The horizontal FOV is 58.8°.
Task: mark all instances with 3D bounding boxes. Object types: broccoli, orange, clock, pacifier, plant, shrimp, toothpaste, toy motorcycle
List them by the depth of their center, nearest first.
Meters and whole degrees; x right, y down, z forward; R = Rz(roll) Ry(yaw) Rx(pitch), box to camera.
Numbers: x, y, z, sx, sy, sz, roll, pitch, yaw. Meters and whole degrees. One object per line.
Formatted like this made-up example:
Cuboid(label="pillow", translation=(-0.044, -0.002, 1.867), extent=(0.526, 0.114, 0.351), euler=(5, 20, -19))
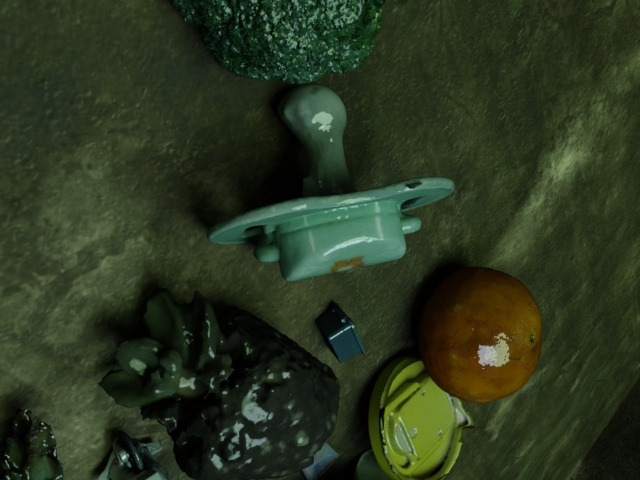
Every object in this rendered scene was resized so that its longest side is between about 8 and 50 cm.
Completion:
Cuboid(label="broccoli", translation=(-0.028, -0.315, 0.637), extent=(0.254, 0.269, 0.269), euler=(34, 86, -51))
Cuboid(label="shrimp", translation=(-0.363, 0.423, 0.686), extent=(0.085, 0.272, 0.444), euler=(3, 98, -17))
Cuboid(label="plant", translation=(-0.137, 0.204, 0.789), extent=(0.215, 0.213, 0.312), euler=(-53, 135, -4))
Cuboid(label="pacifier", translation=(0.004, -0.084, 0.800), extent=(0.344, 0.288, 0.269), euler=(-8, 82, -16))
Cuboid(label="toy motorcycle", translation=(-0.239, 0.374, 0.813), extent=(0.102, 0.221, 0.150), euler=(-27, 171, -34))
Cuboid(label="toothpaste", translation=(-0.017, 0.420, 1.125), extent=(0.089, 0.057, 0.234), euler=(-41, 139, -17))
Cuboid(label="orange", translation=(0.336, 0.195, 1.189), extent=(0.284, 0.226, 0.283), euler=(-4, 95, -44))
Cuboid(label="clock", translation=(0.208, 0.386, 1.239), extent=(0.294, 0.071, 0.277), euler=(-21, 94, -43))

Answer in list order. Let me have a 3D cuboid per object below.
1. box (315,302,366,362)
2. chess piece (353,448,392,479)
Cuboid(label="box", translation=(0.035, 0.172, 1.032), extent=(0.054, 0.074, 0.099), euler=(-33, 130, -12))
Cuboid(label="chess piece", translation=(0.134, 0.657, 1.298), extent=(0.182, 0.182, 0.330), euler=(-10, 122, -39))
